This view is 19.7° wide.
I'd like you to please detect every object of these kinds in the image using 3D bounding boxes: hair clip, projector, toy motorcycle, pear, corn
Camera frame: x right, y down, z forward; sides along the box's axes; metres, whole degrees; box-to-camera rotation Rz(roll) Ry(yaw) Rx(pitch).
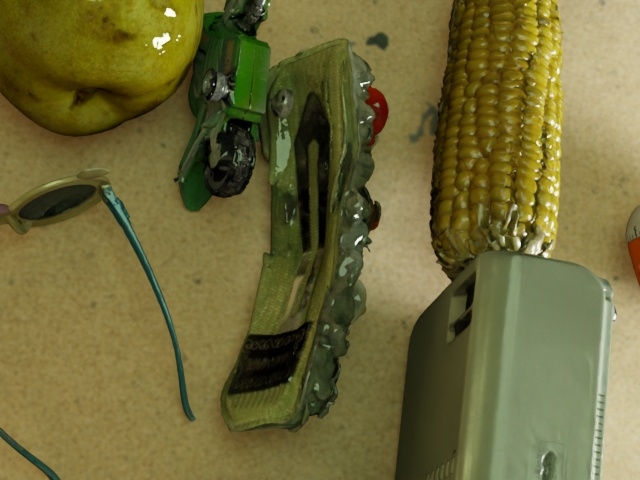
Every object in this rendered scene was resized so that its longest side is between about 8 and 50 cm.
[{"bbox_3d":[0.001,0.001,1.454,0.091,0.138,0.321,21,69,-36],"label":"hair clip"},{"bbox_3d":[0.132,0.134,1.365,0.108,0.250,0.198,9,73,-7],"label":"projector"},{"bbox_3d":[-0.076,-0.122,1.477,0.074,0.106,0.190,13,76,-27],"label":"toy motorcycle"},{"bbox_3d":[-0.182,-0.184,1.435,0.200,0.200,0.200,3,74,-9],"label":"pear"},{"bbox_3d":[0.144,-0.092,1.489,0.115,0.115,0.318,11,59,-7],"label":"corn"}]

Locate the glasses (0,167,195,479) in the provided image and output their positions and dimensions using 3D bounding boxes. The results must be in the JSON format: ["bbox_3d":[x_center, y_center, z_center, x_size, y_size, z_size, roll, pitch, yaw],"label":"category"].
[{"bbox_3d":[-0.210,0.070,1.435,0.189,0.088,0.220,-29,101,-17],"label":"glasses"}]

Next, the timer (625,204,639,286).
[{"bbox_3d":[0.320,0.018,1.514,0.136,0.099,0.136,0,86,-2],"label":"timer"}]
